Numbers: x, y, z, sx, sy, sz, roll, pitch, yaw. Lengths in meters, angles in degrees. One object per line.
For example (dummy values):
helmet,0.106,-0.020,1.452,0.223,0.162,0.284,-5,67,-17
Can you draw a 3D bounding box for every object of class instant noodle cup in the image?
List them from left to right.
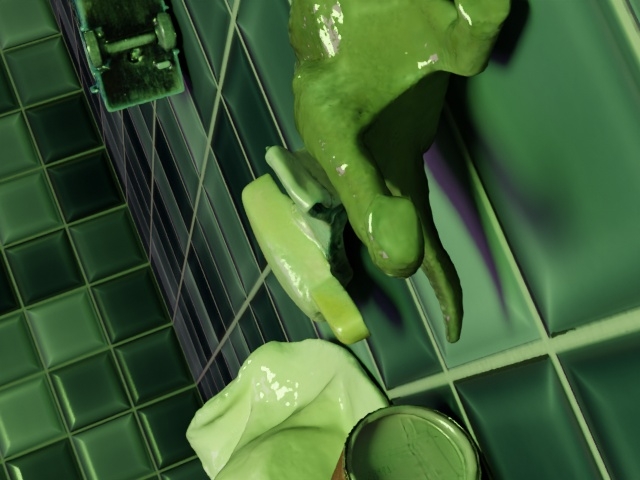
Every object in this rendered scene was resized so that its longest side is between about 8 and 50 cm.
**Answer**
instant noodle cup,0.051,0.180,0.672,0.136,0.127,0.127,97,151,-46

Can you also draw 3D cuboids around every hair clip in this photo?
hair clip,0.000,0.003,0.716,0.159,0.071,0.218,62,169,21

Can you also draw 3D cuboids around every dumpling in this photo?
dumpling,0.015,0.226,0.860,0.318,0.187,0.243,47,115,40

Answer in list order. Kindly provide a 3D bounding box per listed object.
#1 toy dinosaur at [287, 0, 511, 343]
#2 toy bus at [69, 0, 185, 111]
toy dinosaur,0.022,-0.097,0.461,0.162,0.077,0.294,139,124,-80
toy bus,-0.229,-0.298,1.083,0.131,0.106,0.297,-126,22,-54
